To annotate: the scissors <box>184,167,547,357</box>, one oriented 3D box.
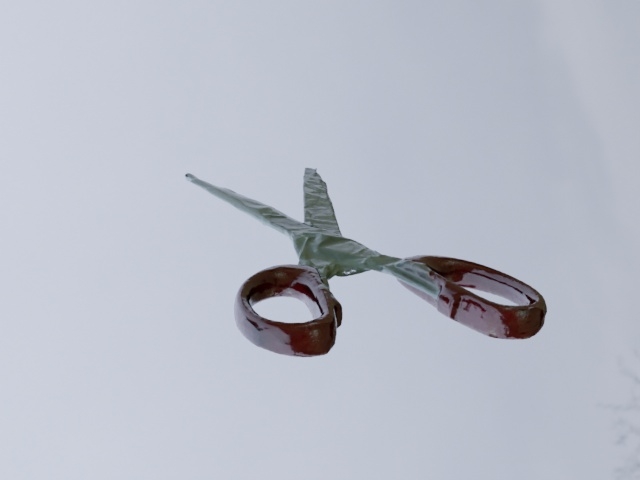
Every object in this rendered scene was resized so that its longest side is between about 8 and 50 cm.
[{"bbox_3d":[0.000,0.000,0.610,0.248,0.144,0.017,-137,48,-62],"label":"scissors"}]
